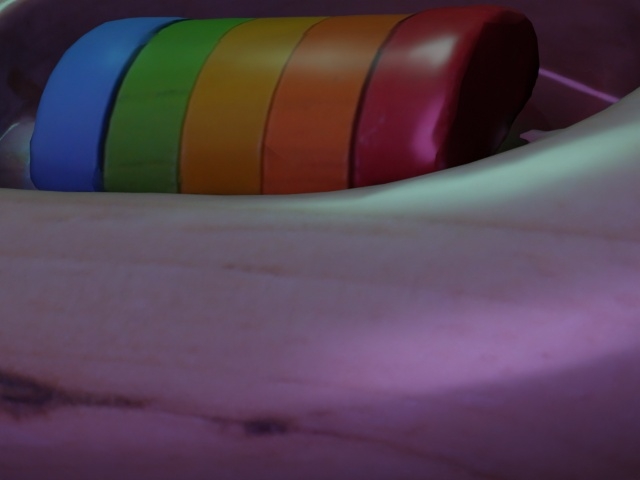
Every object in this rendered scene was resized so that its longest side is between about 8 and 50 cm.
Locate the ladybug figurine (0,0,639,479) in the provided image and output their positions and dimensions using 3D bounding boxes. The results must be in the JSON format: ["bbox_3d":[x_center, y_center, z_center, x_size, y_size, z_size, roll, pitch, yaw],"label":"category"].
[{"bbox_3d":[0.000,0.000,0.526,0.449,0.162,0.305,5,37,33],"label":"ladybug figurine"}]
